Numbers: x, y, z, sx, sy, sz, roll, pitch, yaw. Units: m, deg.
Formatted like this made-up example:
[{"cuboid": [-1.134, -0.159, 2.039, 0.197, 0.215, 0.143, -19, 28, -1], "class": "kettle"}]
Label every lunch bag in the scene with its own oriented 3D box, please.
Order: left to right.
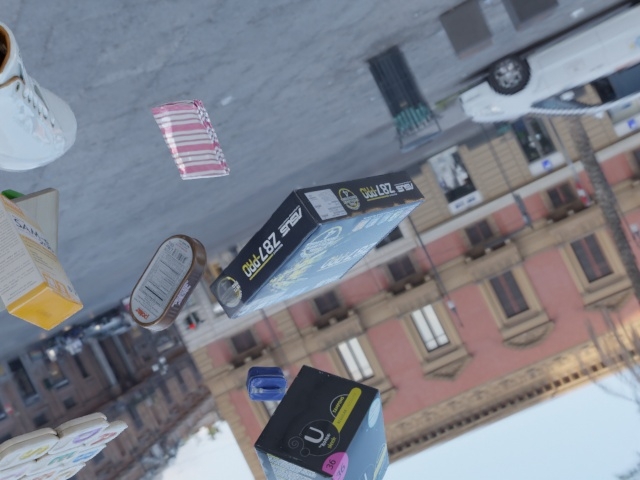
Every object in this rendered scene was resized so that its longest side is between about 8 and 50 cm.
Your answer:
[{"cuboid": [-0.125, 0.344, 1.797, 0.099, 0.067, 0.065, 2, -157, -15], "class": "lunch bag"}]

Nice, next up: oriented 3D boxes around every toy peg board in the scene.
[{"cuboid": [-0.467, 0.009, 1.094, 0.079, 0.161, 0.161, 17, -157, 19], "class": "toy peg board"}]

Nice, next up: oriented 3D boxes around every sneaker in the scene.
[{"cuboid": [-0.305, -0.141, 0.729, 0.123, 0.105, 0.290, -32, 174, 14], "class": "sneaker"}]

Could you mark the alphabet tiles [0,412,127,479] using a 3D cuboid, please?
[{"cuboid": [-0.383, 0.299, 0.927, 0.284, 0.021, 0.278, -43, 160, 29], "class": "alphabet tiles"}]

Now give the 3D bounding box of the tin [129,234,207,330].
[{"cuboid": [-0.284, 0.076, 1.395, 0.040, 0.106, 0.189, 31, 91, -52], "class": "tin"}]

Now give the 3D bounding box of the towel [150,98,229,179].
[{"cuboid": [-0.305, -0.230, 1.758, 0.144, 0.197, 0.029, -3, -149, 32], "class": "towel"}]

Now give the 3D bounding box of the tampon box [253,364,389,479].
[{"cuboid": [0.008, 0.249, 0.880, 0.102, 0.161, 0.120, 14, -131, 24], "class": "tampon box"}]

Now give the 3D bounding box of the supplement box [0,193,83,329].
[{"cuboid": [-0.234, 0.016, 0.595, 0.036, 0.098, 0.062, -35, 160, -4], "class": "supplement box"}]

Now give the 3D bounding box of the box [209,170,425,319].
[{"cuboid": [0.000, 0.000, 1.569, 0.318, 0.097, 0.395, -43, 164, 34], "class": "box"}]
